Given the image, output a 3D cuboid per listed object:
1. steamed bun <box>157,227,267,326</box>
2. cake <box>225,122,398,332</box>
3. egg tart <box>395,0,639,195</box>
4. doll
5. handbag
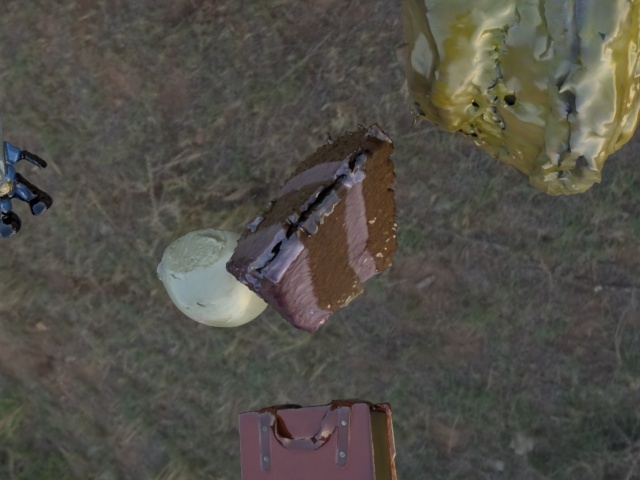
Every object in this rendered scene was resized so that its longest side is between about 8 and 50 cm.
[{"bbox_3d":[-0.112,0.048,0.937,0.130,0.091,0.112,-2,149,29],"label":"steamed bun"},{"bbox_3d":[0.000,0.000,0.586,0.113,0.116,0.295,39,174,1],"label":"cake"},{"bbox_3d":[0.125,-0.189,0.620,0.150,0.352,0.352,-7,119,2],"label":"egg tart"},{"bbox_3d":[-0.323,-0.094,0.770,0.195,0.096,0.070,59,172,-27],"label":"doll"},{"bbox_3d":[0.000,0.228,0.700,0.127,0.063,0.190,-10,76,27],"label":"handbag"}]
